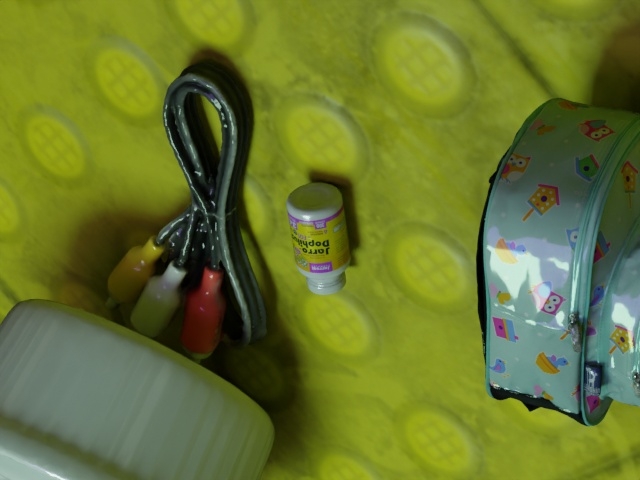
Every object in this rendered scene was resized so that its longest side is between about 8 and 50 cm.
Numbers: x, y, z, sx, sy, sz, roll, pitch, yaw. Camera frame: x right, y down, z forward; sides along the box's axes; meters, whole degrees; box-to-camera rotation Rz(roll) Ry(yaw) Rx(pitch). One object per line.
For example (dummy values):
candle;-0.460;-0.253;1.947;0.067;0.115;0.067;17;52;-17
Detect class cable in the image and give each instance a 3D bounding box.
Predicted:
cable;-0.096;-0.002;1.466;0.139;0.072;0.287;35;140;16

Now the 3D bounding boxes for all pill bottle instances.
pill bottle;0.000;0.000;1.415;0.043;0.043;0.083;15;132;30

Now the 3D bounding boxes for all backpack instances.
backpack;0.176;0.007;1.185;0.144;0.166;0.188;10;133;31

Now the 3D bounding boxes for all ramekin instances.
ramekin;-0.173;0.161;1.549;0.277;0.135;0.277;24;166;6

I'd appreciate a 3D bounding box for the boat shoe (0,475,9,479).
boat shoe;-0.332;0.185;1.755;0.367;0.156;0.136;48;140;-4
